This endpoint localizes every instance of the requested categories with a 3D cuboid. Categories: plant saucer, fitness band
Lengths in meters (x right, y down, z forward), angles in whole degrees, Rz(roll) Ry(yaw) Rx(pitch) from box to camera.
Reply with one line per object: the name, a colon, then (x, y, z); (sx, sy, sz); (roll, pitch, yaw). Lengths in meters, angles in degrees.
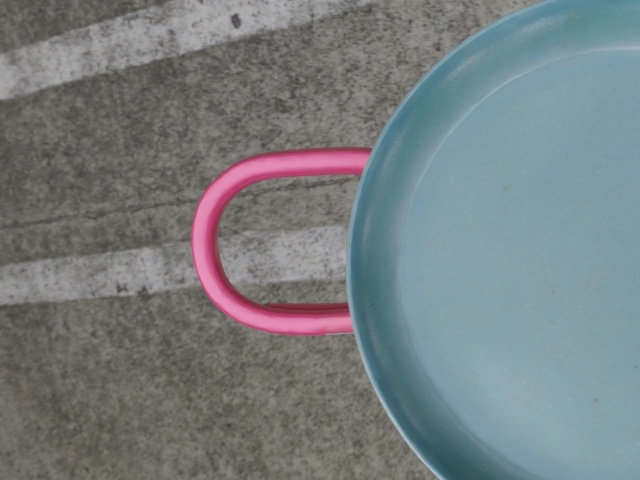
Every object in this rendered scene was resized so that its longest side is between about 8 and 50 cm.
plant saucer: (0.174, 0.014, 0.453); (0.317, 0.043, 0.318); (-2, 82, 11)
fitness band: (0.000, 0.000, 0.910); (0.290, 0.054, 0.209); (-2, 99, 6)
